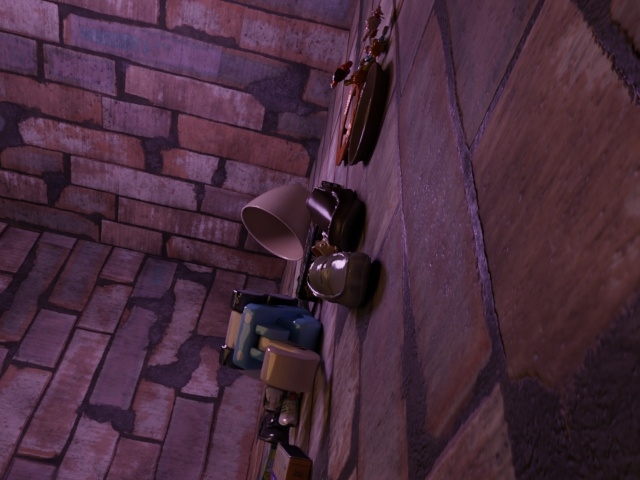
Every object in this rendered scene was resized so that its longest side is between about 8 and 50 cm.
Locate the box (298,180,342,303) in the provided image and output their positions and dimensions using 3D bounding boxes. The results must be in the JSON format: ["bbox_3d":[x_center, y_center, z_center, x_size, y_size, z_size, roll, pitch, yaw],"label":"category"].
[{"bbox_3d":[0.000,0.000,2.029,0.257,0.079,0.322,-86,9,-69],"label":"box"}]

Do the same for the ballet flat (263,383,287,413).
[{"bbox_3d":[-0.138,0.471,1.935,0.213,0.072,0.068,100,180,-54],"label":"ballet flat"}]

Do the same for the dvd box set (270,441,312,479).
[{"bbox_3d":[-0.107,0.719,1.537,0.307,0.062,0.420,124,159,-75],"label":"dvd box set"}]

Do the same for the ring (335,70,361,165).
[{"bbox_3d":[0.105,-0.411,2.140,0.336,0.032,0.336,-168,90,-84],"label":"ring"}]

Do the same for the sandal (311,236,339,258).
[{"bbox_3d":[0.012,0.040,1.785,0.088,0.079,0.240,113,168,-62],"label":"sandal"}]

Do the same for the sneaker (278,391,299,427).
[{"bbox_3d":[-0.091,0.497,1.902,0.161,0.057,0.075,-98,15,-83],"label":"sneaker"}]

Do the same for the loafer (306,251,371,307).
[{"bbox_3d":[0.032,0.080,1.311,0.319,0.111,0.112,125,157,-76],"label":"loafer"}]

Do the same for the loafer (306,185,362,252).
[{"bbox_3d":[0.023,-0.063,1.641,0.366,0.130,0.134,-103,26,-78],"label":"loafer"}]

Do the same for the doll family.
[{"bbox_3d":[0.135,-0.522,1.811,0.263,0.118,0.163,-56,6,19],"label":"doll family"}]

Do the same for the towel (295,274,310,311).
[{"bbox_3d":[-0.061,0.207,2.125,0.113,0.023,0.152,-89,-14,-64],"label":"towel"}]

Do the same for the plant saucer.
[{"bbox_3d":[0.125,-0.330,1.691,0.278,0.041,0.278,-167,90,-85],"label":"plant saucer"}]

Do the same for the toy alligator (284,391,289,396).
[{"bbox_3d":[-0.084,0.434,2.020,0.189,0.051,0.056,-58,-21,13],"label":"toy alligator"}]

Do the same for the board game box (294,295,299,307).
[{"bbox_3d":[-0.090,0.310,2.386,0.160,0.047,0.210,119,162,-71],"label":"board game box"}]

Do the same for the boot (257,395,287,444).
[{"bbox_3d":[-0.131,0.541,2.096,0.263,0.091,0.229,176,115,-77],"label":"boot"}]

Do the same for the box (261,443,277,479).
[{"bbox_3d":[-0.168,0.751,2.206,0.105,0.043,0.179,-88,10,-64],"label":"box"}]

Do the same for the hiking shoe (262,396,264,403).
[{"bbox_3d":[-0.171,0.567,2.419,0.227,0.086,0.114,121,158,-76],"label":"hiking shoe"}]

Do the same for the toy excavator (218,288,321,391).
[{"bbox_3d":[-0.098,0.285,1.744,0.433,0.445,0.222,11,-89,-52],"label":"toy excavator"}]

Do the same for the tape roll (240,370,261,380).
[{"bbox_3d":[-0.174,0.324,2.133,0.169,0.246,0.246,-83,7,-74],"label":"tape roll"}]

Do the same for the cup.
[{"bbox_3d":[-0.143,-0.108,2.784,0.237,0.331,0.331,-51,-7,-26],"label":"cup"}]
